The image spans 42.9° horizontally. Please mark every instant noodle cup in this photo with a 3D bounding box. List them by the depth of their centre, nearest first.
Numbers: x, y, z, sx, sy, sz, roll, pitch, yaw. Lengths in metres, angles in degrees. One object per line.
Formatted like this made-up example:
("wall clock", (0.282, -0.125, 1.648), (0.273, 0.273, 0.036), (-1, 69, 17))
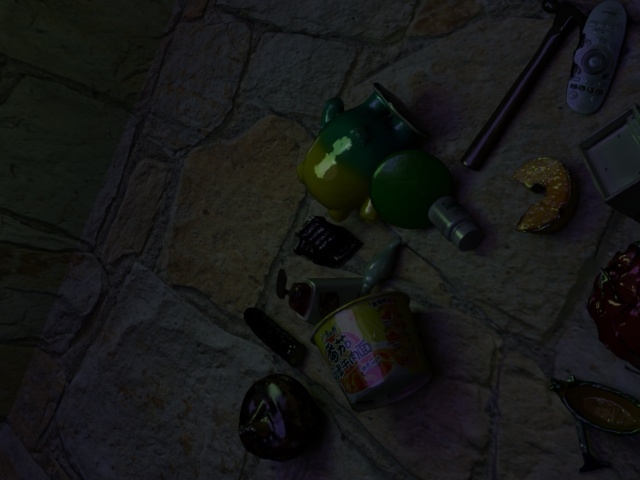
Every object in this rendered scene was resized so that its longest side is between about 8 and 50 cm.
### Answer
("instant noodle cup", (0.130, 0.266, 1.909), (0.264, 0.264, 0.200), (-40, 58, 29))

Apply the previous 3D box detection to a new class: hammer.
("hammer", (0.471, -0.358, 1.925), (0.439, 0.044, 0.168), (-57, 43, 15))

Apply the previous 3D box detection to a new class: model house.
("model house", (-0.004, 0.005, 2.205), (0.165, 0.152, 0.106), (-46, 42, 23))

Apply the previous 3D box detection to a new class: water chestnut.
("water chestnut", (-0.116, 0.462, 2.101), (0.224, 0.238, 0.223), (-6, 80, 37))

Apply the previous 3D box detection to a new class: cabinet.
("cabinet", (0.625, -0.140, 1.566), (0.150, 0.206, 0.145), (-37, 52, 32))

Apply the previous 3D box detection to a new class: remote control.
("remote control", (0.605, -0.402, 1.791), (0.097, 0.045, 0.256), (19, 92, 19))

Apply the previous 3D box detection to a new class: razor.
("razor", (0.519, 0.360, 1.624), (0.066, 0.033, 0.190), (-26, 58, 37))

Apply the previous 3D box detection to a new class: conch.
("conch", (0.152, 0.070, 2.092), (0.065, 0.088, 0.180), (35, 93, 2))

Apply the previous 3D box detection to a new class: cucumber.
("cucumber", (-0.144, 0.262, 2.313), (0.300, 0.072, 0.072), (32, 99, 47))

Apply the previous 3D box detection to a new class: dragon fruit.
("dragon fruit", (0.603, 0.143, 1.471), (0.234, 0.234, 0.293), (-33, 47, 34))

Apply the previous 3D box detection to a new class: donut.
("donut", (0.496, -0.096, 1.784), (0.146, 0.078, 0.181), (-21, 55, 38))

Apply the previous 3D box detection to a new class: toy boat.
("toy boat", (0.548, 0.321, 1.554), (0.230, 0.088, 0.089), (20, 75, 38))

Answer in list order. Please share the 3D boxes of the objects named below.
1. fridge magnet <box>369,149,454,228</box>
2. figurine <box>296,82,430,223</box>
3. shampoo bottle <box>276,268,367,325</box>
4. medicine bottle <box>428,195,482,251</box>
("fridge magnet", (0.223, -0.126, 2.003), (0.208, 0.208, 0.088), (-47, 12, 24))
("figurine", (0.097, -0.221, 2.116), (0.323, 0.231, 0.340), (47, 108, 13))
("shampoo bottle", (-0.006, 0.143, 2.057), (0.071, 0.284, 0.153), (28, 98, 45))
("medicine bottle", (0.321, -0.039, 1.935), (0.080, 0.080, 0.130), (-53, 46, 18))
